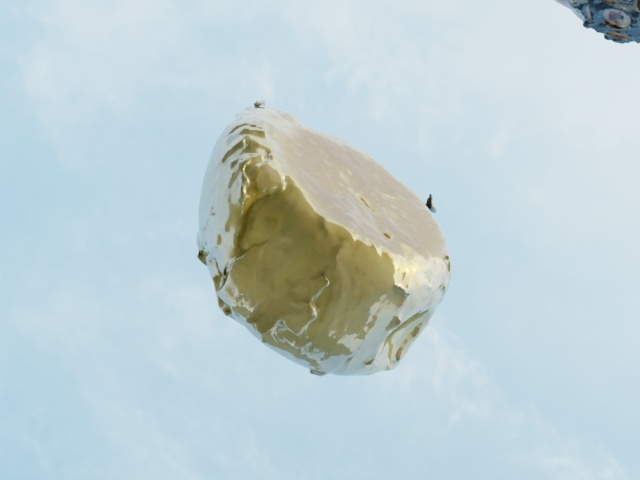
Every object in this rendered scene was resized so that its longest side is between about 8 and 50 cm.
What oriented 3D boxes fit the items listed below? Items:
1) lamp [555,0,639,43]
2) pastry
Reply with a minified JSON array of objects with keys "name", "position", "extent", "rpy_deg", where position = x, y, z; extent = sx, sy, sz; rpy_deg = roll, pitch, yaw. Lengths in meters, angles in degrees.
[{"name":"lamp","position":[0.126,-0.120,0.369],"extent":[0.107,0.107,0.092],"rpy_deg":[22,-103,13]},{"name":"pastry","position":[0.000,0.000,0.550],"extent":[0.166,0.166,0.088],"rpy_deg":[46,-65,18]}]
